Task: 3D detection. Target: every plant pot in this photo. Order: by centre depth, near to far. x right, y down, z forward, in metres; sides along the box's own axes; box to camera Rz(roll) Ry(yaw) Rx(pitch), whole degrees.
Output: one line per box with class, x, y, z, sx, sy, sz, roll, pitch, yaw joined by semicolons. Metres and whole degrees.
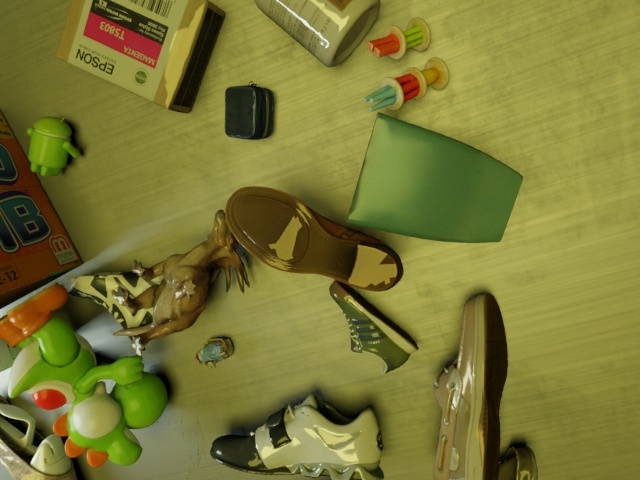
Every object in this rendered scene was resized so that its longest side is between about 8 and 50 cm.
plant pot;0.177;-0.088;0.847;0.234;0.166;0.166;16;103;3

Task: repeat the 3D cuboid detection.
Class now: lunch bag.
lunch bag;-0.122;-0.224;0.932;0.067;0.065;0.099;10;104;26

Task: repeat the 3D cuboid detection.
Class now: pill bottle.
pill bottle;-0.030;-0.395;0.847;0.229;0.131;0.131;41;105;2

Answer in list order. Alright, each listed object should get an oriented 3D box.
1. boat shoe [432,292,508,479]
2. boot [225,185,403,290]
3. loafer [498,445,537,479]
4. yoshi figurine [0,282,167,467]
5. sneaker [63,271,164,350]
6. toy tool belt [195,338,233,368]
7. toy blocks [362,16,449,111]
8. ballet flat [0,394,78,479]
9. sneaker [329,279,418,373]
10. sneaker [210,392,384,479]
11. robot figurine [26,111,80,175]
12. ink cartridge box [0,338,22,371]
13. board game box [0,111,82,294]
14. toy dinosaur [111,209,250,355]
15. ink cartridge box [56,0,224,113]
boat shoe;0.242;0.257;0.913;0.110;0.121;0.342;3;87;36
boot;0.000;0.000;0.869;0.283;0.220;0.109;18;92;6
loafer;0.292;0.462;0.954;0.087;0.094;0.251;28;105;1
yoshi figurine;-0.428;0.247;1.029;0.203;0.203;0.362;-32;99;1
sneaker;-0.377;0.137;1.034;0.234;0.094;0.153;-3;91;2
toy tool belt;-0.211;0.219;1.037;0.083;0.051;0.052;-20;95;15
toy blocks;0.116;-0.269;0.839;0.148;0.054;0.123;-29;94;-24
ballet flat;-0.616;0.436;1.138;0.316;0.107;0.106;36;98;2
sneaker;0.075;0.161;0.959;0.192;0.064;0.086;39;100;-1
sneaker;-0.046;0.357;1.008;0.330;0.122;0.147;-3;82;13
robot figurine;-0.510;-0.181;1.019;0.101;0.067;0.115;20;103;16
ink cartridge box;-0.652;0.213;1.057;0.139;0.190;0.082;-9;97;13
board game box;-0.742;-0.004;0.950;0.356;0.356;0.357;-26;94;15
toy dinosaur;-0.234;0.092;0.948;0.127;0.200;0.296;46;111;18
ink cartridge box;-0.312;-0.357;0.936;0.234;0.088;0.193;25;103;6
